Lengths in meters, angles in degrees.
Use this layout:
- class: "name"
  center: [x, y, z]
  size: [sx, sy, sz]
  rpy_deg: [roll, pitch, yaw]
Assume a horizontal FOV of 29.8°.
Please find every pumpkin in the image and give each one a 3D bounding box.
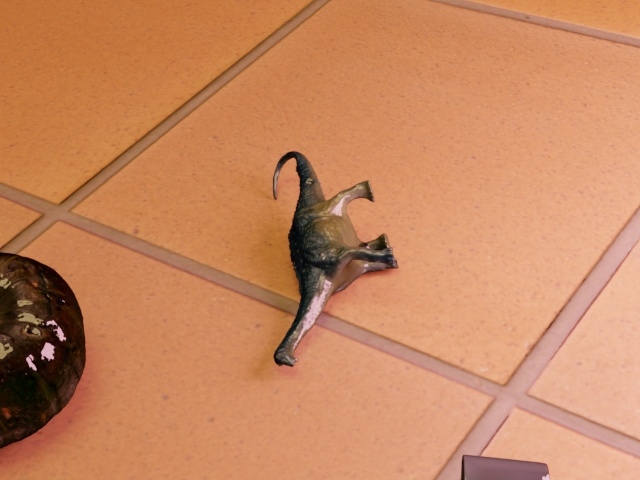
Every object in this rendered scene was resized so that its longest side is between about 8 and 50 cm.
- class: "pumpkin"
  center: [-0.364, 0.111, 1.268]
  size: [0.238, 0.159, 0.238]
  rpy_deg: [-2, 37, 2]

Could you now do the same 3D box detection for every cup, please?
- class: "cup"
  center: [0.167, 0.232, 1.097]
  size: [0.077, 0.078, 0.100]
  rpy_deg: [1, 10, 4]

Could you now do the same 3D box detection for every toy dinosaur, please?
- class: "toy dinosaur"
  center: [0.011, 0.000, 1.395]
  size: [0.147, 0.076, 0.363]
  rpy_deg: [-12, 43, 7]
